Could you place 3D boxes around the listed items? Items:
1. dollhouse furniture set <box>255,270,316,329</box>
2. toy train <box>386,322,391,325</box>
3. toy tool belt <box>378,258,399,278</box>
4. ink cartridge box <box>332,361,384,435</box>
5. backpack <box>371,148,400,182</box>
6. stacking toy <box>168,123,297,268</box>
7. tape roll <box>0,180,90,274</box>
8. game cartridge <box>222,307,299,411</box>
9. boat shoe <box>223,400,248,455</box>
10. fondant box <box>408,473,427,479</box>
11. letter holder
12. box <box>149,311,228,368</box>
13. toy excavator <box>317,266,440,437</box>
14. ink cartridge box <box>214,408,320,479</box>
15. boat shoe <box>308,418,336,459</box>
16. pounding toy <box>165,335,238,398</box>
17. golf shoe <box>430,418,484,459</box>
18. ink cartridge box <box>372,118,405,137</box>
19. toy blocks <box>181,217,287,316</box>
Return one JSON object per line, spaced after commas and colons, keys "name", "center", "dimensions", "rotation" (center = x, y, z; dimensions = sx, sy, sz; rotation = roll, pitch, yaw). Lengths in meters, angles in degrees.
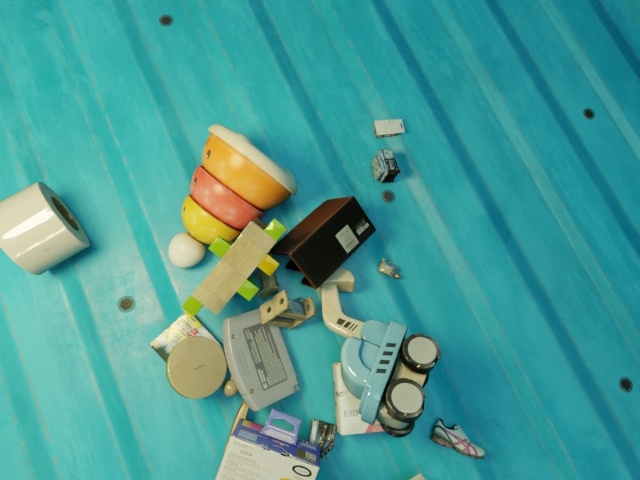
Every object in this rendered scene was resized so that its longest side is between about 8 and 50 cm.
{"name": "dollhouse furniture set", "center": [-0.118, 0.178, 1.410], "dimensions": [0.129, 0.129, 0.183], "rotation": [22, 43, -42]}
{"name": "toy train", "center": [0.251, 0.331, 1.491], "dimensions": [0.024, 0.017, 0.083], "rotation": [-14, 78, -1]}
{"name": "toy tool belt", "center": [0.253, 0.101, 1.530], "dimensions": [0.084, 0.052, 0.051], "rotation": [23, 83, -2]}
{"name": "ink cartridge box", "center": [0.127, 0.507, 1.392], "dimensions": [0.159, 0.092, 0.217], "rotation": [-1, 78, -8]}
{"name": "backpack", "center": [0.239, -0.284, 1.595], "dimensions": [0.084, 0.105, 0.114], "rotation": [-5, 75, -9]}
{"name": "stacking toy", "center": [-0.337, -0.104, 1.404], "dimensions": [0.351, 0.350, 0.479], "rotation": [37, 90, 2]}
{"name": "tape roll", "center": [-0.867, -0.038, 1.315], "dimensions": [0.169, 0.246, 0.246], "rotation": [-35, 83, -15]}
{"name": "game cartridge", "center": [-0.198, 0.372, 1.358], "dimensions": [0.198, 0.062, 0.296], "rotation": [-13, 77, -37]}
{"name": "boat shoe", "center": [-0.251, 0.596, 1.339], "dimensions": [0.059, 0.063, 0.169], "rotation": [19, 84, -5]}
{"name": "fondant box", "center": [0.229, 0.908, 1.278], "dimensions": [0.331, 0.096, 0.238], "rotation": [-25, 97, -14]}
{"name": "letter holder", "center": [0.000, 0.000, 1.471], "dimensions": [0.302, 0.214, 0.152], "rotation": [-43, 111, -20]}
{"name": "box", "center": [-0.412, 0.364, 1.379], "dimensions": [0.159, 0.044, 0.233], "rotation": [-43, 85, -15]}
{"name": "toy excavator", "center": [0.133, 0.315, 1.319], "dimensions": [0.446, 0.222, 0.432], "rotation": [19, 56, 15]}
{"name": "ink cartridge box", "center": [-0.166, 0.706, 1.230], "dimensions": [0.270, 0.151, 0.394], "rotation": [20, 89, 0]}
{"name": "boat shoe", "center": [-0.002, 0.670, 1.348], "dimensions": [0.083, 0.065, 0.183], "rotation": [12, 74, -3]}
{"name": "pounding toy", "center": [-0.373, 0.398, 1.315], "dimensions": [0.237, 0.110, 0.182], "rotation": [15, 60, -34]}
{"name": "golf shoe", "center": [0.465, 0.662, 1.412], "dimensions": [0.186, 0.067, 0.085], "rotation": [24, 73, -1]}
{"name": "ink cartridge box", "center": [0.269, -0.443, 1.677], "dimensions": [0.115, 0.029, 0.062], "rotation": [-7, 77, -10]}
{"name": "toy blocks", "center": [-0.254, 0.067, 1.369], "dimensions": [0.191, 0.261, 0.381], "rotation": [39, 95, -5]}
